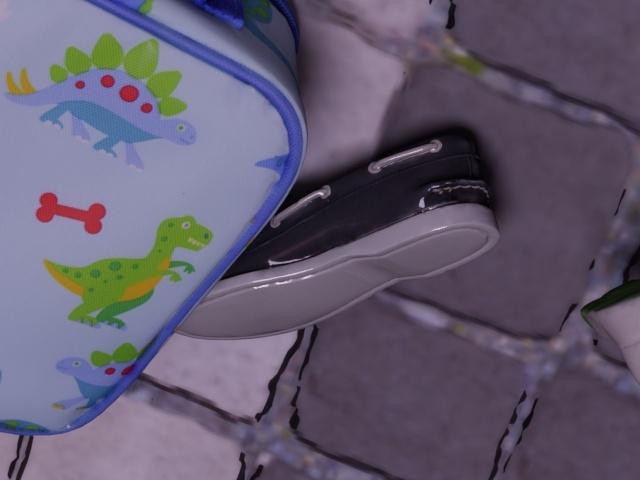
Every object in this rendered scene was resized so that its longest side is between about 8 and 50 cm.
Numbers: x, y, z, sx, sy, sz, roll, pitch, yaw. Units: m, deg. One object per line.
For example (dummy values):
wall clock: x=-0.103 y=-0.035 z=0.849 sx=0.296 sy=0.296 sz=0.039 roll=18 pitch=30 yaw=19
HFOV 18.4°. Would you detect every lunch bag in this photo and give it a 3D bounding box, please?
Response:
lunch bag: x=-0.122 y=-0.046 z=0.604 sx=0.219 sy=0.090 sz=0.176 roll=26 pitch=121 yaw=-23

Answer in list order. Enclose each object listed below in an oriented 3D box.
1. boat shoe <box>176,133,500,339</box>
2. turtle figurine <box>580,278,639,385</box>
boat shoe: x=0.000 y=0.000 z=0.658 sx=0.125 sy=0.038 sz=0.046 roll=-22 pitch=152 yaw=28
turtle figurine: x=0.204 y=0.111 z=0.633 sx=0.198 sy=0.275 sz=0.266 roll=-22 pitch=91 yaw=46
